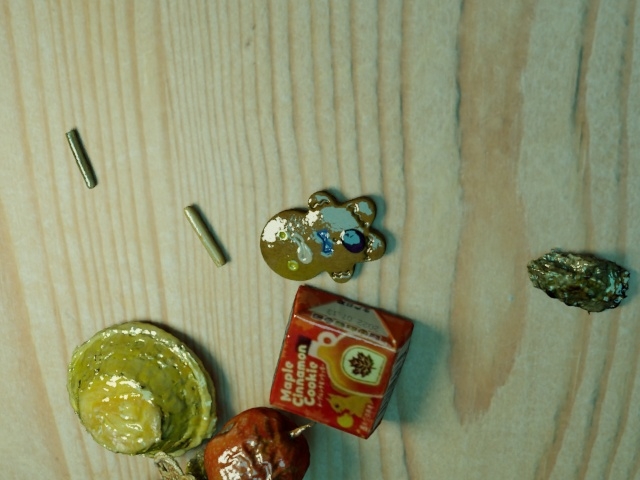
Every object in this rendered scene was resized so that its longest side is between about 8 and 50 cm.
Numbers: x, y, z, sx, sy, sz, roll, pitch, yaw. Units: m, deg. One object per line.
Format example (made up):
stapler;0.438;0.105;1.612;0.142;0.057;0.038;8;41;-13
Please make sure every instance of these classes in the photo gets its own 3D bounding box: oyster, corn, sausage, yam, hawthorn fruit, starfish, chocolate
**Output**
oyster;0.439;0.069;1.311;0.177;0.056;0.105;27;121;-2
corn;-0.204;0.556;1.595;0.091;0.091;0.260;-6;109;58
sausage;-0.219;-0.008;1.449;0.024;0.024;0.132;-25;102;20
yam;-0.456;-0.153;1.453;0.021;0.021;0.116;-13;107;17
hawthorn fruit;-0.101;0.409;1.482;0.243;0.207;0.207;-41;96;18
starfish;-0.266;0.483;1.518;0.210;0.053;0.150;12;124;47
chocolate;0.029;0.236;1.436;0.235;0.108;0.237;20;114;7

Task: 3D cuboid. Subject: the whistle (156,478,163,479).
whistle;-0.289;0.633;1.600;0.348;0.189;0.189;47;113;4

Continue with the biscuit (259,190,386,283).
biscuit;0.000;0.000;1.397;0.236;0.039;0.180;-14;107;19

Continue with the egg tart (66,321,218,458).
egg tart;-0.378;0.327;1.550;0.341;0.132;0.341;5;111;13
